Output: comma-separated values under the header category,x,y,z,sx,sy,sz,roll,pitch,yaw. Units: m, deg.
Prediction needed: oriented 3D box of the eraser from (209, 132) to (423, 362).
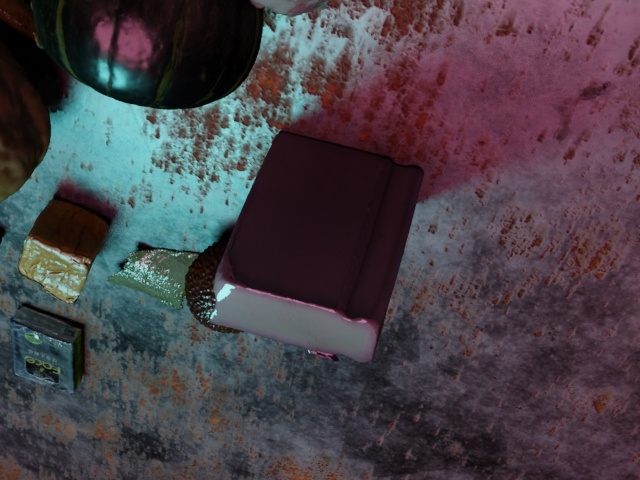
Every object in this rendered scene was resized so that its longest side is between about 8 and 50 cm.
category,x,y,z,sx,sy,sz,roll,pitch,yaw
eraser,0.000,0.000,1.367,0.272,0.359,0.122,17,137,5

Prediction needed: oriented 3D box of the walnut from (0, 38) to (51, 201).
category,x,y,z,sx,sy,sz,roll,pitch,yaw
walnut,-0.620,-0.206,1.435,0.305,0.306,0.344,2,143,19

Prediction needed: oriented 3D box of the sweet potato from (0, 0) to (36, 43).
category,x,y,z,sx,sy,sz,roll,pitch,yaw
sweet potato,-0.560,-0.402,1.397,0.232,0.062,0.081,23,155,-7

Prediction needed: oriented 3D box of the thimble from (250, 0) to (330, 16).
category,x,y,z,sx,sy,sz,roll,pitch,yaw
thimble,-0.027,-0.401,1.111,0.149,0.186,0.211,-23,138,37

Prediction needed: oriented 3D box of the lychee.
category,x,y,z,sx,sy,sz,roll,pitch,yaw
lychee,-0.178,0.099,1.669,0.194,0.194,0.195,10,136,10

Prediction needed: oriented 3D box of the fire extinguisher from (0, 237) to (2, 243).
category,x,y,z,sx,sy,sz,roll,pitch,yaw
fire extinguisher,-0.824,-0.057,1.814,0.104,0.105,0.269,-25,121,37

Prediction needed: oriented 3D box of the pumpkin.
category,x,y,z,sx,sy,sz,roll,pitch,yaw
pumpkin,-0.241,-0.319,1.184,0.323,0.323,0.242,17,108,4

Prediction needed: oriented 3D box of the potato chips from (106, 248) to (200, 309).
category,x,y,z,sx,sy,sz,roll,pitch,yaw
potato chips,-0.343,0.080,1.793,0.167,0.059,0.228,45,132,-10

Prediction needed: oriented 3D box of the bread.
category,x,y,z,sx,sy,sz,roll,pitch,yaw
bread,-0.532,0.019,1.739,0.143,0.149,0.158,27,136,-12

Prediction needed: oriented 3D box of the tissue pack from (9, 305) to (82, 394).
category,x,y,z,sx,sy,sz,roll,pitch,yaw
tissue pack,-0.682,0.275,2.098,0.173,0.073,0.236,20,136,2
